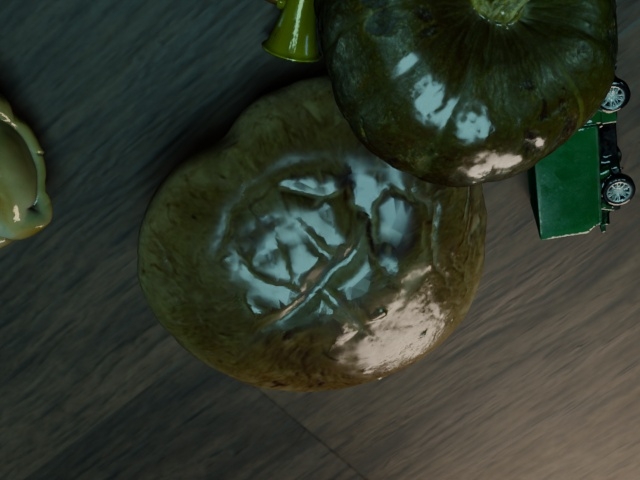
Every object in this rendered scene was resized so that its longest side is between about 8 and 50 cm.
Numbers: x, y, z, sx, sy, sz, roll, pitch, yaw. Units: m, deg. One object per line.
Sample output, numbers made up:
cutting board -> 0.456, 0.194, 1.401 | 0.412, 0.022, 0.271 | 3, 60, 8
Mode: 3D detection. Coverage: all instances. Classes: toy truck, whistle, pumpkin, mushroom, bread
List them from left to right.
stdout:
bread -> -0.314, -0.029, 0.953 | 0.225, 0.081, 0.134 | -30, 125, 12
whistle -> -0.020, -0.191, 0.905 | 0.046, 0.057, 0.109 | -20, 126, -47
mushroom -> 0.000, 0.000, 0.958 | 0.278, 0.146, 0.278 | -3, 116, -6
pumpkin -> 0.106, -0.144, 0.833 | 0.219, 0.218, 0.162 | 16, 161, -14
toy truck -> 0.202, -0.081, 0.969 | 0.079, 0.065, 0.147 | -7, 125, 4
